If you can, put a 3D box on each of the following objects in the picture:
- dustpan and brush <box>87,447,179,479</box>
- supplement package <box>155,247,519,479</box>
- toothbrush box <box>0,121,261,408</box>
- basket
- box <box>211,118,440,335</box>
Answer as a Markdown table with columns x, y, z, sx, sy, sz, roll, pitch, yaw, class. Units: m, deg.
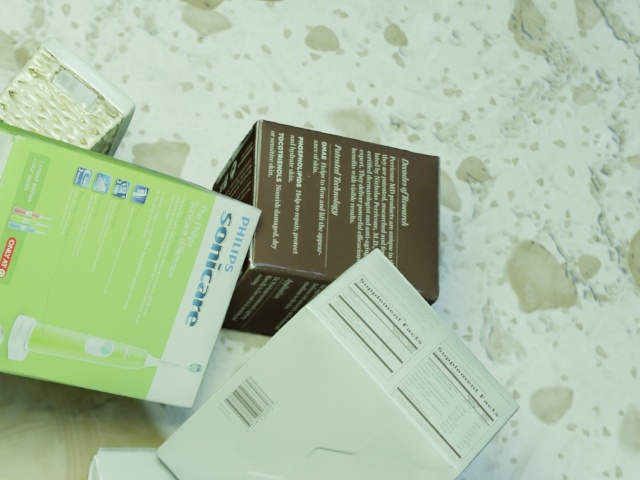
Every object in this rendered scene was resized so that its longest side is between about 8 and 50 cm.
| x | y | z | sx | sy | sz | roll | pitch | yaw | class |
| --- | --- | --- | --- | --- | --- | --- | --- | --- | --- |
| -0.149 | 0.308 | 1.569 | 0.147 | 0.060 | 0.211 | 6 | 58 | -33 | dustpan and brush |
| 0.013 | 0.177 | 1.548 | 0.204 | 0.262 | 0.145 | 48 | 36 | 4 | supplement package |
| -0.222 | 0.022 | 1.518 | 0.283 | 0.122 | 0.206 | 16 | 94 | -40 | toothbrush box |
| -0.269 | -0.105 | 1.639 | 0.113 | 0.167 | 0.103 | 39 | 65 | -1 | basket |
| 0.000 | 0.000 | 1.694 | 0.203 | 0.168 | 0.167 | 10 | 63 | -18 | box |
